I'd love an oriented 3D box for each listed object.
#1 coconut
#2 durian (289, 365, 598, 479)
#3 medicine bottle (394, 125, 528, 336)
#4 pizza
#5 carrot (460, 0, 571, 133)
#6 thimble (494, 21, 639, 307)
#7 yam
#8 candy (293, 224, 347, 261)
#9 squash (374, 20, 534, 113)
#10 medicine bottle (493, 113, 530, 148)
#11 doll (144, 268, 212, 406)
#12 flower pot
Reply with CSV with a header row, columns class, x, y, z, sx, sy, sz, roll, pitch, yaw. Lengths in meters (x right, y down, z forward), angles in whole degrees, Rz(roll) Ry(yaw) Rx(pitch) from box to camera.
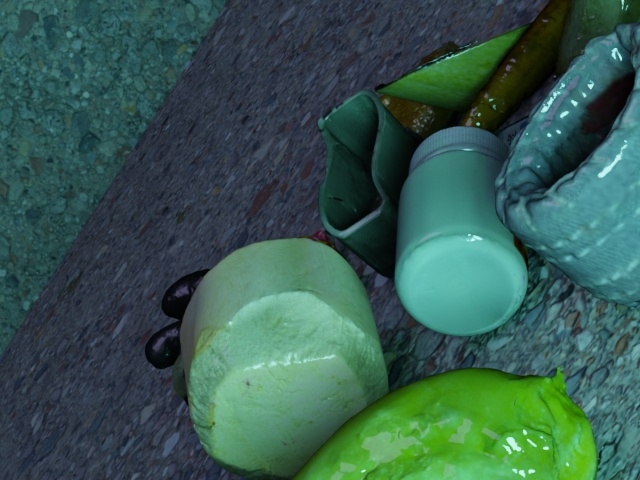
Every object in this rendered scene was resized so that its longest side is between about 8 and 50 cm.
class,x,y,z,sx,sy,sz,roll,pitch,yaw
coconut,-0.043,0.128,1.944,0.239,0.239,0.244,-48,23,18
durian,0.090,0.245,1.514,0.340,0.204,0.256,-49,32,-13
medicine bottle,0.151,-0.014,1.862,0.139,0.139,0.225,-43,22,29
pizza,0.099,-0.139,2.319,0.197,0.058,0.292,-1,55,56
carrot,0.254,-0.224,2.023,0.314,0.066,0.066,-48,17,-17
thimble,0.284,-0.067,1.599,0.205,0.172,0.236,-17,43,56
yam,0.342,-0.279,1.931,0.259,0.106,0.106,-51,19,6
candy,0.000,0.000,2.292,0.124,0.124,0.365,-45,13,25
squash,0.189,-0.234,2.141,0.237,0.155,0.204,-23,38,59
medicine bottle,0.247,-0.121,1.955,0.191,0.051,0.051,-28,32,54
doll,-0.138,0.135,2.299,0.135,0.143,0.234,-30,29,37
flower pot,0.068,-0.070,2.131,0.103,0.108,0.229,-27,43,27
